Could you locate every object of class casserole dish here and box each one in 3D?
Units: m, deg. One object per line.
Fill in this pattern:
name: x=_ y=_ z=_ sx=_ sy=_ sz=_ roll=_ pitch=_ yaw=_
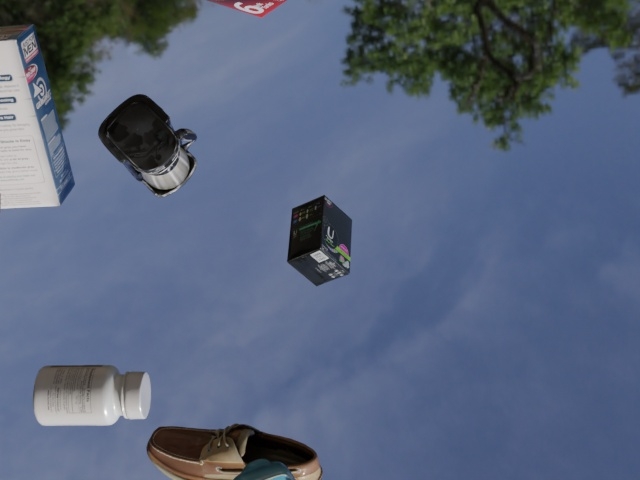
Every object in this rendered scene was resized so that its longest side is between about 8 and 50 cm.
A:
casserole dish: x=-0.070 y=0.422 z=1.394 sx=0.114 sy=0.188 sz=0.037 roll=-13 pitch=178 yaw=-32

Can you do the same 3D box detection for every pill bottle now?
pill bottle: x=-0.492 y=0.335 z=2.021 sx=0.229 sy=0.131 sz=0.131 roll=-1 pitch=-144 yaw=3

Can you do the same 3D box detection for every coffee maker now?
coffee maker: x=-0.296 y=-0.160 z=1.512 sx=0.171 sy=0.178 sz=0.120 roll=22 pitch=-99 yaw=4

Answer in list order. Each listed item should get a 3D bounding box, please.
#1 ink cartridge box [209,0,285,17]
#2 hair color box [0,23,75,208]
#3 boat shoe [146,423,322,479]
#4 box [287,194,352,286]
ink cartridge box: x=-0.159 y=-0.538 z=1.687 sx=0.272 sy=0.130 sz=0.309 roll=12 pitch=172 yaw=-25
hair color box: x=-0.614 y=-0.238 z=1.828 sx=0.174 sy=0.347 sz=0.105 roll=-2 pitch=-150 yaw=7
boat shoe: x=-0.149 y=0.374 z=1.650 sx=0.324 sy=0.116 sz=0.123 roll=10 pitch=-147 yaw=6
box: x=0.000 y=0.000 z=1.117 sx=0.052 sy=0.062 sz=0.083 roll=-22 pitch=-135 yaw=29
